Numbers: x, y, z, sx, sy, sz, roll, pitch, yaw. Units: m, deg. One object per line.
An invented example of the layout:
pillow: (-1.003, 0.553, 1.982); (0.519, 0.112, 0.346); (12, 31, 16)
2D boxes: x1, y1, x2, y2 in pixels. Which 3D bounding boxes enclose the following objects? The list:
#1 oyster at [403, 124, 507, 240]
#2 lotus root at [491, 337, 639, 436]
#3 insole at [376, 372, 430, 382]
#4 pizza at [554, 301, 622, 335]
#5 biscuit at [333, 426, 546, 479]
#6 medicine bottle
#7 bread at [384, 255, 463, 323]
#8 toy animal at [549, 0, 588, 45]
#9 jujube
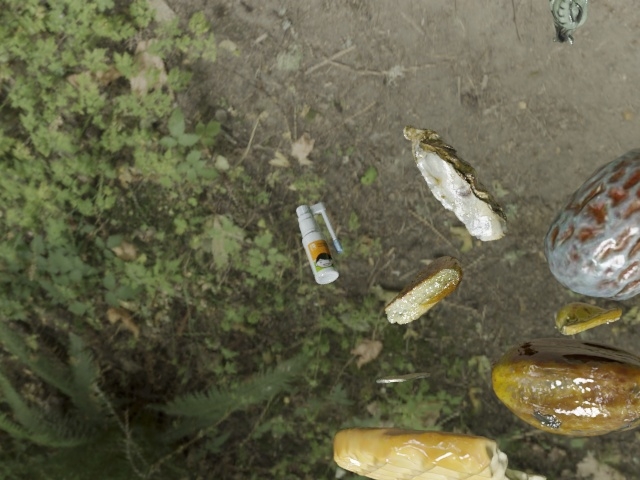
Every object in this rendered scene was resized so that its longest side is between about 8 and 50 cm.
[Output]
oyster: (0.368, -0.161, 1.809); (0.111, 0.204, 0.396); (-41, 93, -11)
lotus root: (0.483, 0.287, 1.362); (0.291, 0.193, 0.193); (2, 128, 23)
insole: (0.170, 0.278, 1.416); (0.081, 0.011, 0.248); (-8, 169, 19)
pizza: (0.784, 0.235, 2.136); (0.188, 0.204, 0.080); (-16, 87, 61)
biscuit: (0.118, 0.237, 0.723); (0.205, 0.040, 0.309); (-1, 156, 27)
medicine bottle: (0.000, 0.000, 1.791); (0.092, 0.220, 0.061); (-20, 151, -1)
bread: (0.183, 0.067, 1.127); (0.154, 0.136, 0.054); (-37, 95, 33)
toy animal: (0.495, -0.460, 1.382); (0.074, 0.217, 0.175); (1, 119, 12)
jujube: (0.570, -0.025, 1.339); (0.215, 0.246, 0.308); (41, 86, -7)
